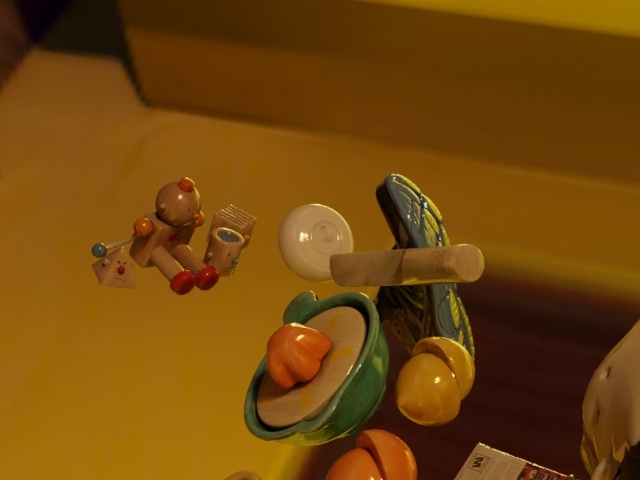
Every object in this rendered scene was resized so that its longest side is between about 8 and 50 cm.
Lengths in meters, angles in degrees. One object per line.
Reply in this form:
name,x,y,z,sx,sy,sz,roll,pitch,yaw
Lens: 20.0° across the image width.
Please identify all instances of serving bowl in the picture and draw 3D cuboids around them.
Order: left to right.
serving bowl,0.000,0.000,1.834,0.027,0.083,0.083,-33,29,57

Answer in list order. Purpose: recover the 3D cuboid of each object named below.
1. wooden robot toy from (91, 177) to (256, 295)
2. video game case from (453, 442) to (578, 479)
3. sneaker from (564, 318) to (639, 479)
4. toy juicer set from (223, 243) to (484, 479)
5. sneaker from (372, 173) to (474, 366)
wooden robot toy,-0.103,-0.010,1.425,0.173,0.076,0.079,-12,-49,-48
video game case,0.149,0.303,1.603,0.042,0.210,0.232,43,-106,-29
sneaker,0.130,0.089,0.507,0.122,0.146,0.330,47,-132,-18
toy juicer set,0.023,0.085,1.344,0.089,0.209,0.329,42,-135,-25
sneaker,0.073,0.038,1.498,0.067,0.078,0.188,-55,-45,-63
